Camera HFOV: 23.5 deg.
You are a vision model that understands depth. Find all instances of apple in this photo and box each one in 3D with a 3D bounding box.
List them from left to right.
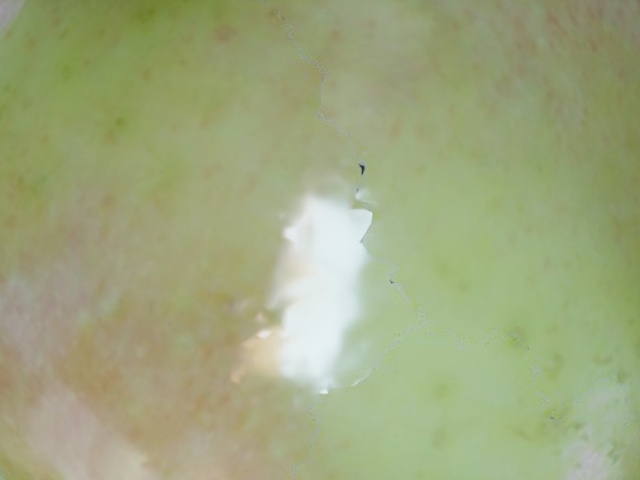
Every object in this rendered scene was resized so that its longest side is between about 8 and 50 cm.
[{"bbox_3d":[0.000,0.000,0.539,0.277,0.319,0.319,-47,166,-17],"label":"apple"}]
